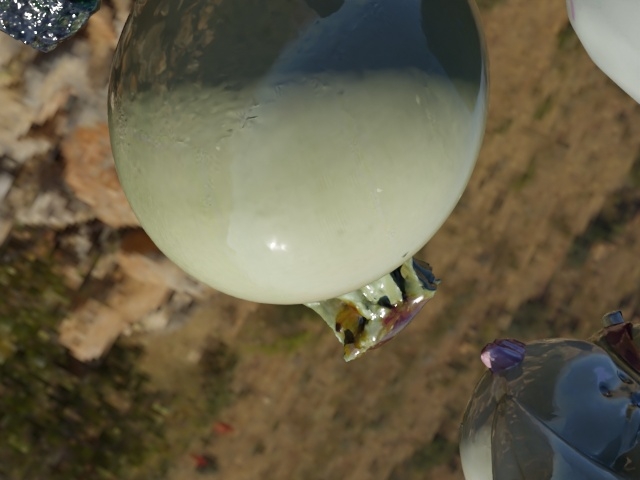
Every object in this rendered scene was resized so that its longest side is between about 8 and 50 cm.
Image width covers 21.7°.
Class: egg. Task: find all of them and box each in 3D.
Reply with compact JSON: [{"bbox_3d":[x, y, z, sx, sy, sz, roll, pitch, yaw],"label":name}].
[{"bbox_3d":[-0.011,-0.084,0.964,0.269,0.219,0.219,-67,166,-53],"label":"egg"}]

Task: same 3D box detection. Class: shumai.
[{"bbox_3d":[0.000,0.000,1.784,0.225,0.261,0.222,-26,119,-2],"label":"shumai"}]

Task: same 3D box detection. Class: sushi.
[{"bbox_3d":[-0.366,-0.330,1.998,0.127,0.124,0.225,-39,128,23],"label":"sushi"}]

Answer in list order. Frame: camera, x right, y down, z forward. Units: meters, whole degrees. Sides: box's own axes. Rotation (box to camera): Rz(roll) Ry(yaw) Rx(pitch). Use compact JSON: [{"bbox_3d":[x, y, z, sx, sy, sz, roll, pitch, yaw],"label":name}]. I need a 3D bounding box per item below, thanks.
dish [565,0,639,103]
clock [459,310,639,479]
[{"bbox_3d":[0.237,-0.206,1.033,0.256,0.117,0.256,-47,162,-20],"label":"dish"},{"bbox_3d":[0.140,0.105,0.778,0.231,0.103,0.144,-4,73,-57],"label":"clock"}]
